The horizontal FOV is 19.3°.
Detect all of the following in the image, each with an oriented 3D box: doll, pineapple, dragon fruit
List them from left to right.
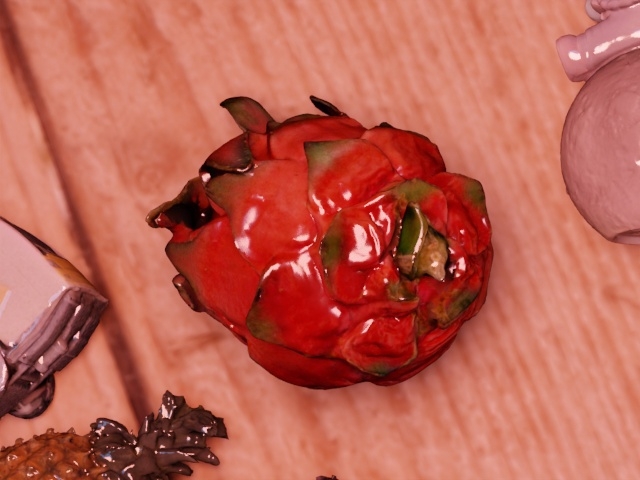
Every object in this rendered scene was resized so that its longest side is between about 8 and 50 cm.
[{"bbox_3d":[-0.157,0.166,1.313,0.197,0.108,0.108,-27,80,-9],"label":"pineapple"},{"bbox_3d":[0.000,0.000,1.256,0.192,0.274,0.193,-38,122,-21],"label":"dragon fruit"},{"bbox_3d":[0.228,-0.143,1.266,0.151,0.151,0.287,-3,80,8],"label":"doll"}]

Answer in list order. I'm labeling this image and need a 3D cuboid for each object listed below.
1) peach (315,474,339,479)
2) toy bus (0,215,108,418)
[{"bbox_3d":[-0.091,0.332,1.219,0.257,0.201,0.362,7,80,-33],"label":"peach"},{"bbox_3d":[-0.310,0.125,1.338,0.342,0.097,0.138,-45,72,2],"label":"toy bus"}]
